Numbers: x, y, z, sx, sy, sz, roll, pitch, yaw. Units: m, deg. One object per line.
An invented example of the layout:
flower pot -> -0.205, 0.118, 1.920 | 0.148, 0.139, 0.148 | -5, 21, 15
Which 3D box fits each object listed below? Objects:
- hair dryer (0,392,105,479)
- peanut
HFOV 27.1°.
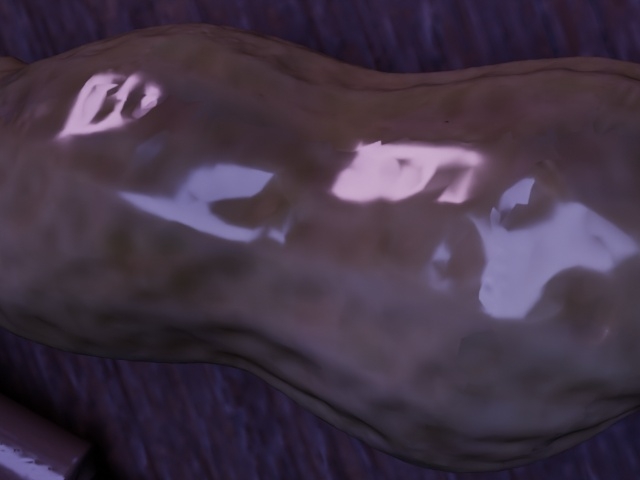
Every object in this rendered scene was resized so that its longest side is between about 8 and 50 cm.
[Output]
hair dryer -> -0.140, 0.050, 0.463 | 0.181, 0.064, 0.117 | 27, 101, 2
peanut -> 0.000, 0.000, 0.387 | 0.256, 0.123, 0.124 | 5, 98, 17
